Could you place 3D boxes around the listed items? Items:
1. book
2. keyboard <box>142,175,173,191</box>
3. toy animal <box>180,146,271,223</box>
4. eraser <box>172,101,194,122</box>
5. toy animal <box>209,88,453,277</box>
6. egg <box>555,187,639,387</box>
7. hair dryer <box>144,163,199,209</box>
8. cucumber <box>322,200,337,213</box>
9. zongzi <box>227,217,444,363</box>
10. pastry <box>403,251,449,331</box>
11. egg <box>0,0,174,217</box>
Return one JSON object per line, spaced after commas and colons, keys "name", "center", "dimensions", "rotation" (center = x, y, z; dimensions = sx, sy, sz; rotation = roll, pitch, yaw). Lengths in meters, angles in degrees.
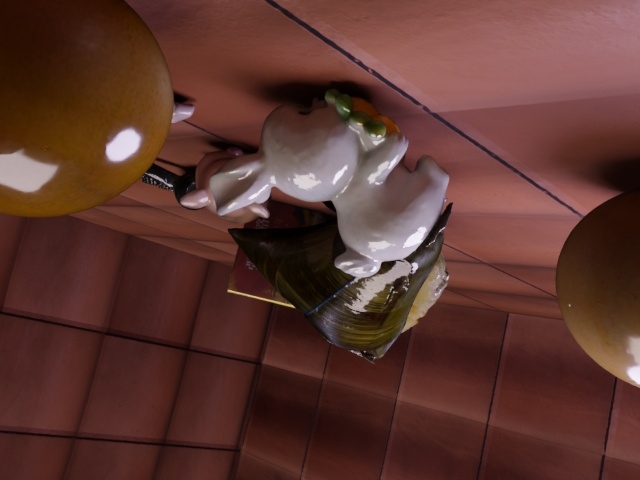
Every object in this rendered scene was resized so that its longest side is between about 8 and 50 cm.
{"name": "book", "center": [-0.023, 0.050, 1.750], "dimensions": [0.374, 0.262, 0.028], "rotation": [14, 158, -7]}
{"name": "keyboard", "center": [-0.358, -0.137, 1.835], "dimensions": [0.231, 0.023, 0.072], "rotation": [14, 169, -8]}
{"name": "toy animal", "center": [-0.176, -0.107, 1.408], "dimensions": [0.165, 0.149, 0.248], "rotation": [-4, -178, 4]}
{"name": "eraser", "center": [-0.349, -0.222, 1.165], "dimensions": [0.204, 0.059, 0.243], "rotation": [18, 165, -30]}
{"name": "toy animal", "center": [0.019, -0.090, 1.000], "dimensions": [0.310, 0.247, 0.182], "rotation": [28, -157, -13]}
{"name": "egg", "center": [0.523, 0.071, 0.969], "dimensions": [0.374, 0.300, 0.301], "rotation": [7, 170, 7]}
{"name": "hair dryer", "center": [-0.387, -0.162, 1.654], "dimensions": [0.272, 0.091, 0.235], "rotation": [29, 176, -19]}
{"name": "cucumber", "center": [0.006, -0.105, 1.375], "dimensions": [0.078, 0.062, 0.211], "rotation": [9, 170, 30]}
{"name": "zongzi", "center": [0.000, 0.000, 1.313], "dimensions": [0.432, 0.208, 0.403], "rotation": [34, 148, 12]}
{"name": "pastry", "center": [0.133, 0.080, 1.610], "dimensions": [0.330, 0.329, 0.136], "rotation": [5, 153, 41]}
{"name": "egg", "center": [-0.337, -0.171, 0.771], "dimensions": [0.352, 0.282, 0.282], "rotation": [19, 172, 12]}
